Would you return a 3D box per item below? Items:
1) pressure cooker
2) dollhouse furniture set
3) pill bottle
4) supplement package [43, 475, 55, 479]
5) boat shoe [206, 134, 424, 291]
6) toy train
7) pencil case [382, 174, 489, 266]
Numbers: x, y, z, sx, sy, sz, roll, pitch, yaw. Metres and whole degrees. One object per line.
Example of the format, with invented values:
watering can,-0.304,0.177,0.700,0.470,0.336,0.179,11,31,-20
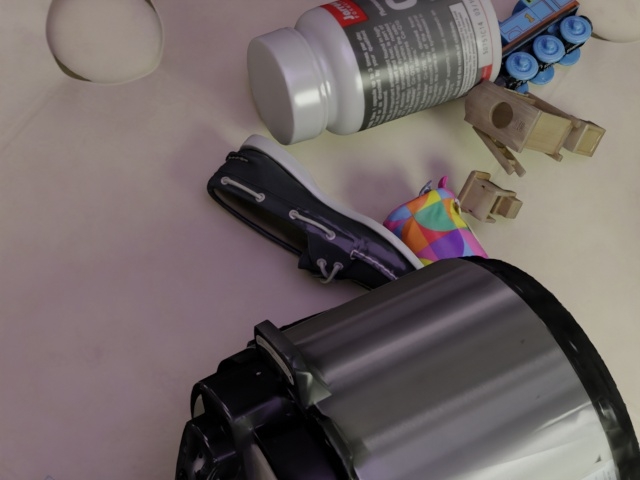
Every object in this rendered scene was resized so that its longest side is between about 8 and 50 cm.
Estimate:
pressure cooker,0.056,0.239,1.199,0.421,0.375,0.369,-24,80,-20
dollhouse furniture set,0.249,-0.106,1.542,0.101,0.160,0.182,37,19,34
pill bottle,0.065,-0.224,1.480,0.283,0.161,0.161,-20,76,-18
supplement package,-0.299,0.348,1.227,0.105,0.105,0.179,39,67,2
boat shoe,0.000,0.000,1.420,0.303,0.114,0.091,36,66,15
toy train,0.274,-0.261,1.588,0.184,0.080,0.105,-35,72,-19
pencil case,0.168,0.043,1.442,0.104,0.104,0.236,-26,80,-19
